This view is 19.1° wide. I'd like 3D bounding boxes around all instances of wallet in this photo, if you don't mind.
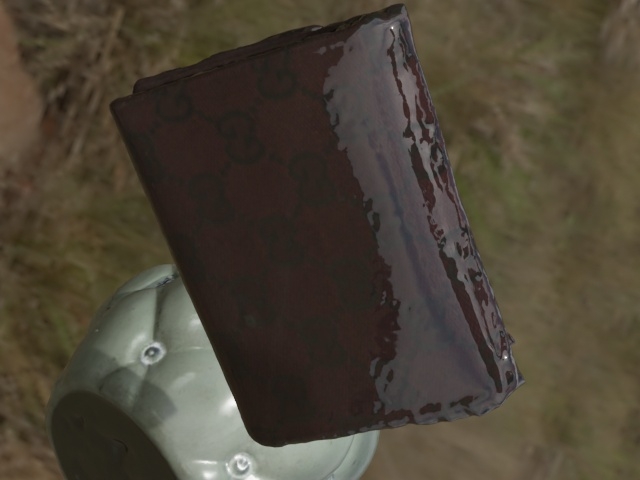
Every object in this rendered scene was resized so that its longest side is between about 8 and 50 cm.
[{"bbox_3d":[0.000,0.000,1.045,0.049,0.182,0.229,-43,116,-62],"label":"wallet"}]

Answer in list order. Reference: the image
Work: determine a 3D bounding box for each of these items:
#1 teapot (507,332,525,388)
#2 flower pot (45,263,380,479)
[{"bbox_3d":[0.125,0.087,1.408,0.045,0.068,0.100,-40,159,0],"label":"teapot"},{"bbox_3d":[-0.076,0.129,1.416,0.195,0.246,0.246,-32,135,-34],"label":"flower pot"}]
